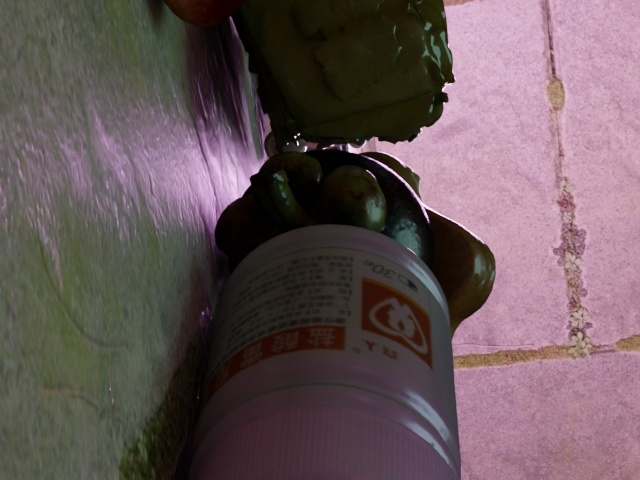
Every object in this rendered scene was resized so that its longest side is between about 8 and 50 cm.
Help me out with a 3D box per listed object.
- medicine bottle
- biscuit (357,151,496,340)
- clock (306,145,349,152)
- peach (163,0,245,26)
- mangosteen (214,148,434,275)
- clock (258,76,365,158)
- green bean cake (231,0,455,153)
[{"bbox_3d":[0.005,0.148,1.007,0.316,0.202,0.202,-87,168,-59],"label":"medicine bottle"},{"bbox_3d":[0.057,0.063,1.332,0.057,0.287,0.344,20,49,-41],"label":"biscuit"},{"bbox_3d":[-0.010,-0.185,1.786,0.144,0.073,0.193,-36,119,-83],"label":"clock"},{"bbox_3d":[-0.089,-0.222,1.053,0.101,0.101,0.101,-7,90,-84],"label":"peach"},{"bbox_3d":[0.000,0.000,1.200,0.230,0.194,0.194,44,39,-65],"label":"mangosteen"},{"bbox_3d":[0.006,-0.185,1.563,0.229,0.155,0.063,-55,155,-20],"label":"clock"},{"bbox_3d":[0.028,-0.192,1.296,0.310,0.202,0.285,78,-10,-67],"label":"green bean cake"}]
